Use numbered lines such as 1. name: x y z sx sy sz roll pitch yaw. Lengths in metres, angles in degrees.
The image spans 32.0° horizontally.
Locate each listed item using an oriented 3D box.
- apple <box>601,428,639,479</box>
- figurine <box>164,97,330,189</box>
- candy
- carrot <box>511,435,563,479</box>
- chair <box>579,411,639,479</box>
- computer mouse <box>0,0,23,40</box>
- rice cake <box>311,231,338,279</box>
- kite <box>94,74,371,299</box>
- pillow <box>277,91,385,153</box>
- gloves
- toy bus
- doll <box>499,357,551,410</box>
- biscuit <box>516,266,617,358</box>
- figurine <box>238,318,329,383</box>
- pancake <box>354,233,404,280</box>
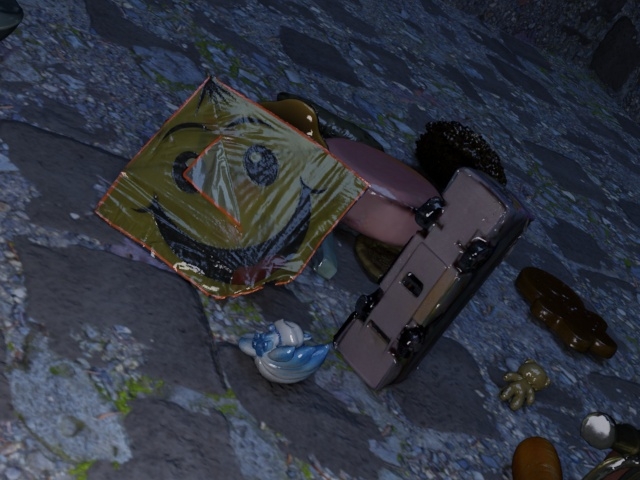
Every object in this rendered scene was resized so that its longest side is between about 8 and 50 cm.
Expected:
1. apple: 0.513 0.361 1.387 0.344 0.269 0.345 27 26 -14
2. figurine: -0.121 -0.118 1.647 0.257 0.180 0.208 -34 109 -62
3. candy: 0.092 -0.079 1.876 0.255 0.094 0.255 26 19 -9
4. carrot: 0.281 0.326 1.414 0.067 0.067 0.225 28 26 -11
5. chair: 0.350 0.381 1.065 0.364 0.362 0.410 44 22 22
6. computer mouse: -0.537 -0.369 1.685 0.167 0.090 0.379 24 20 -21
7. rice cake: 0.000 0.000 1.717 0.042 0.030 0.180 38 21 -22
8. kite: -0.117 -0.081 1.504 0.377 0.013 0.328 -9 70 -14
9. pillow: 0.023 -0.210 2.116 0.241 0.051 0.093 28 24 -17
10. gloves: 0.277 -0.150 2.209 0.210 0.135 0.312 57 5 4
11. toy bus: 0.153 0.051 1.464 0.112 0.317 0.138 49 26 25
12. doll: 0.304 0.215 1.669 0.061 0.051 0.093 46 27 11
13. biscuit: 0.438 0.128 2.012 0.179 0.039 0.236 15 29 -31
14. figurine: -0.036 0.135 1.364 0.114 0.079 0.114 -3 -4 0
15. pancake: 0.134 0.046 1.814 0.184 0.020 0.190 38 25 7
